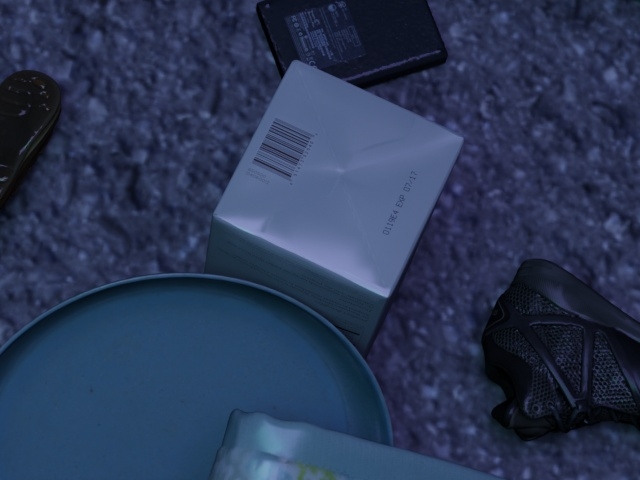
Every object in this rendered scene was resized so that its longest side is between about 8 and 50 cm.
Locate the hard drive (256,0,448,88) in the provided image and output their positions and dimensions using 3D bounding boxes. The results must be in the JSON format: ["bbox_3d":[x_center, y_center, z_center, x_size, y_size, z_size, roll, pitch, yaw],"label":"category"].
[{"bbox_3d":[0.026,-0.171,1.579,0.135,0.022,0.094,-18,75,-9],"label":"hard drive"}]

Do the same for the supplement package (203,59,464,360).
[{"bbox_3d":[0.000,0.000,1.405,0.134,0.244,0.139,25,68,3],"label":"supplement package"}]

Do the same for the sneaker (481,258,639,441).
[{"bbox_3d":[0.219,0.124,1.472,0.227,0.087,0.130,33,75,9],"label":"sneaker"}]

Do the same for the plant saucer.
[{"bbox_3d":[-0.107,0.158,1.374,0.318,0.043,0.317,-4,115,-8],"label":"plant saucer"}]

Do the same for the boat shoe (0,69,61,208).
[{"bbox_3d":[-0.260,-0.050,1.500,0.064,0.060,0.178,31,71,13],"label":"boat shoe"}]

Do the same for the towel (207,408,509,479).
[{"bbox_3d":[0.064,0.313,1.323,0.374,0.090,0.320,19,75,-24],"label":"towel"}]
